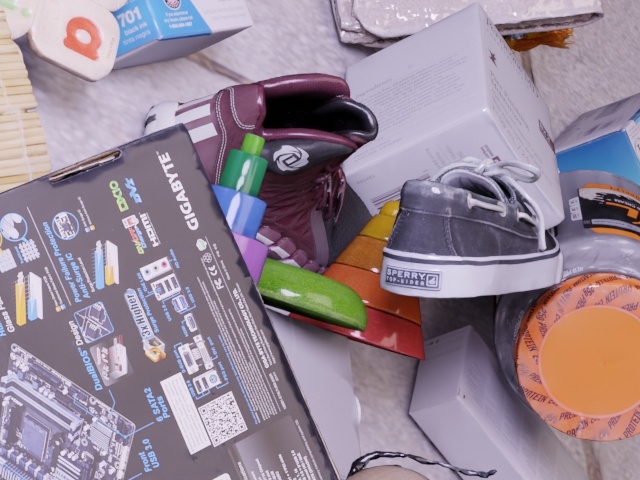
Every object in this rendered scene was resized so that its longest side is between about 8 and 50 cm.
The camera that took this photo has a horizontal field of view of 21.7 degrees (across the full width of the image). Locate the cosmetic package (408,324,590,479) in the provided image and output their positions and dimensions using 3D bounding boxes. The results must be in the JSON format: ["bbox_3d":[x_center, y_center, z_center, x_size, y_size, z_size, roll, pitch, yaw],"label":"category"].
[{"bbox_3d":[0.174,0.200,1.590,0.239,0.060,0.099,52,31,-28],"label":"cosmetic package"}]

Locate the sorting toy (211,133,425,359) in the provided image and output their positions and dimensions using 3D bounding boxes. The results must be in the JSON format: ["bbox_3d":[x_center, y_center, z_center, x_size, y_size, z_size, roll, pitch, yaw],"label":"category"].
[{"bbox_3d":[0.000,0.000,1.276,0.365,0.127,0.126,30,77,-64],"label":"sorting toy"}]

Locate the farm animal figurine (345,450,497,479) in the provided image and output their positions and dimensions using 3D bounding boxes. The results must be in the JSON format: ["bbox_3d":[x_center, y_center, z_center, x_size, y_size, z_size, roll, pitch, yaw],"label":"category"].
[{"bbox_3d":[0.026,0.290,1.131,0.172,0.330,0.326,18,59,-2],"label":"farm animal figurine"}]

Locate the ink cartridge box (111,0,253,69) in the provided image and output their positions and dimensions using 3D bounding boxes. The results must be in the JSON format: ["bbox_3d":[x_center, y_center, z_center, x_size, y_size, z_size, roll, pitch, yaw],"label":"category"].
[{"bbox_3d":[-0.149,-0.238,1.312,0.140,0.082,0.190,-22,92,-59],"label":"ink cartridge box"}]

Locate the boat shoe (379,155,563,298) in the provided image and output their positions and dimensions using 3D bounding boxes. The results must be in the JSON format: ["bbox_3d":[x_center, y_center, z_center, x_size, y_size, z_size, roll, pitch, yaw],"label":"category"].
[{"bbox_3d":[0.127,-0.017,1.360,0.306,0.113,0.105,-4,101,-63],"label":"boat shoe"}]

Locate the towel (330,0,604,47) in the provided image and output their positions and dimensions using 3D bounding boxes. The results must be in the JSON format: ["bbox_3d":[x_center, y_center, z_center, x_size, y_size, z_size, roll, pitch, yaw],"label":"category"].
[{"bbox_3d":[0.134,-0.291,1.666,0.282,0.049,0.187,-9,75,-17],"label":"towel"}]

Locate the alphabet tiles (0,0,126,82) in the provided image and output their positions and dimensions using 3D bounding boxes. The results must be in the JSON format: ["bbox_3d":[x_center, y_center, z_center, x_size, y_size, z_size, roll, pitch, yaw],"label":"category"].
[{"bbox_3d":[-0.246,-0.234,1.144,0.278,0.021,0.284,24,64,-35],"label":"alphabet tiles"}]

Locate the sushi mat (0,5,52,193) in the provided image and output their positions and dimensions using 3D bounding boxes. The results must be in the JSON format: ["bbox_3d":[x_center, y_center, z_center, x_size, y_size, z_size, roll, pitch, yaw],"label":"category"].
[{"bbox_3d":[-0.290,-0.062,1.004,0.316,0.019,0.151,-13,87,-51],"label":"sushi mat"}]

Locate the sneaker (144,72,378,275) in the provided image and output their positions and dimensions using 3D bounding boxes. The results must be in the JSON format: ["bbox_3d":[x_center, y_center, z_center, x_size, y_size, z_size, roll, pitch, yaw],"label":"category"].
[{"bbox_3d":[0.000,-0.054,1.361,0.281,0.162,0.106,25,53,-50],"label":"sneaker"}]

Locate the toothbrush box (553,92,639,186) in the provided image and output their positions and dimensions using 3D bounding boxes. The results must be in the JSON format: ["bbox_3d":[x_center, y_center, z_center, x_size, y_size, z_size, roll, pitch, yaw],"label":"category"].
[{"bbox_3d":[0.393,-0.011,1.996,0.216,0.126,0.295,-37,106,-58],"label":"toothbrush box"}]

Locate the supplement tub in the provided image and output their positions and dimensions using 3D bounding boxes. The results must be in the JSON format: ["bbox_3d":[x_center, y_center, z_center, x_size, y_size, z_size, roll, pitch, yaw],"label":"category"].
[{"bbox_3d":[0.261,0.060,1.604,0.193,0.194,0.316,61,13,-14],"label":"supplement tub"}]

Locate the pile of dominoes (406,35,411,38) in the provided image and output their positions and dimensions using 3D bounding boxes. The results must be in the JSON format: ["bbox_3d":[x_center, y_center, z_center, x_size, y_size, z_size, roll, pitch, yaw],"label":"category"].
[{"bbox_3d":[0.115,-0.225,1.771,0.196,0.040,0.251,47,40,-55],"label":"pile of dominoes"}]

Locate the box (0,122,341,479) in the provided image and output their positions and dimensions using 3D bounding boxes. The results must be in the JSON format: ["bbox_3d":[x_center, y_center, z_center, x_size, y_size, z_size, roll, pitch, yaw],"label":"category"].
[{"bbox_3d":[-0.154,0.113,1.004,0.293,0.073,0.295,-26,94,-32],"label":"box"}]

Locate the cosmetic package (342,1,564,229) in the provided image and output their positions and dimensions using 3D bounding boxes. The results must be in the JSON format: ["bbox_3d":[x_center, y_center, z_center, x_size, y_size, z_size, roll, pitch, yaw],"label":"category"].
[{"bbox_3d":[0.122,-0.092,1.558,0.151,0.151,0.183,51,25,-32],"label":"cosmetic package"}]

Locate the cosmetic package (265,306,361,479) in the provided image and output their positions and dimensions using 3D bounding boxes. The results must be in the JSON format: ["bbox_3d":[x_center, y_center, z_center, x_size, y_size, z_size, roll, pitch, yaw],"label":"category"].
[{"bbox_3d":[-0.075,0.114,1.210,0.238,0.107,0.127,29,49,-52],"label":"cosmetic package"}]

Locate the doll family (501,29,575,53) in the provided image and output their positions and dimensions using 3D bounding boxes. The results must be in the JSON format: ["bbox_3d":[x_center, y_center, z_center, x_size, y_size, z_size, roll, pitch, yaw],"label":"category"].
[{"bbox_3d":[0.244,-0.267,1.853,0.118,0.163,0.263,49,22,5],"label":"doll family"}]
